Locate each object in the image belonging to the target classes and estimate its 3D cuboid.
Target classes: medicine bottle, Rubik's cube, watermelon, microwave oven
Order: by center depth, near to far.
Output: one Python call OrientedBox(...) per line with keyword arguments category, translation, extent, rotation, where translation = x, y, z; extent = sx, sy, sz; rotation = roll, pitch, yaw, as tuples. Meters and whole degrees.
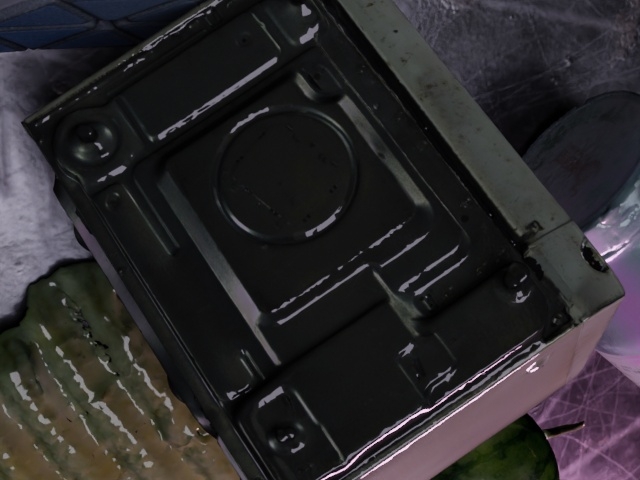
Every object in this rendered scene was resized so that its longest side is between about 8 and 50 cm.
OrientedBox(category="microwave oven", translation=(0.000, 0.000, 1.071), extent=(0.333, 0.247, 0.394), rotation=(-34, 71, -6))
OrientedBox(category="Rubik's cube", translation=(-0.186, -0.250, 1.106), extent=(0.233, 0.229, 0.228), rotation=(-54, 167, -39))
OrientedBox(category="medicine bottle", translation=(0.344, 0.010, 1.326), extent=(0.290, 0.245, 0.245), rotation=(38, 90, -23))
OrientedBox(category="watermelon", translation=(0.156, 0.238, 1.351), extent=(0.215, 0.188, 0.188), rotation=(-29, 114, -28))

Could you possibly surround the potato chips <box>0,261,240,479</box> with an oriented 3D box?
OrientedBox(category="potato chips", translation=(-0.165, 0.205, 1.268), extent=(0.373, 0.097, 0.389), rotation=(-15, 112, -8))
